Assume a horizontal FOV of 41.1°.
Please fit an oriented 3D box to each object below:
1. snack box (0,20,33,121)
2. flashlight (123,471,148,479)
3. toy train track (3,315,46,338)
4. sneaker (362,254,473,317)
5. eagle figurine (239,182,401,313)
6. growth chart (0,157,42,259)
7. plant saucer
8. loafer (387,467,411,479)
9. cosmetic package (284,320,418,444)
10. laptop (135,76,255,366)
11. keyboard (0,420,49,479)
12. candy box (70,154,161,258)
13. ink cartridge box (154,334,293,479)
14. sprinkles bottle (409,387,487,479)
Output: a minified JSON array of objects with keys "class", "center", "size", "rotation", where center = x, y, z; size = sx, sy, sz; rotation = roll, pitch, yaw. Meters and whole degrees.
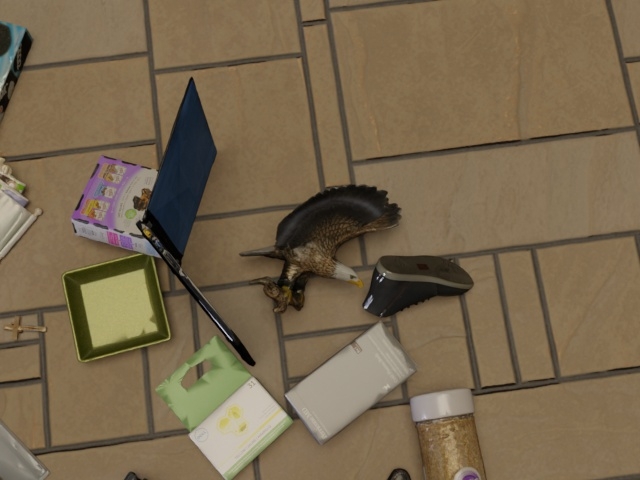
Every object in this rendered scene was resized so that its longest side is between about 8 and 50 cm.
[{"class":"snack box","center":[-0.758,-0.322,1.808],"size":[0.187,0.060,0.322],"rotation":[15,77,2]},{"class":"flashlight","center":[-0.407,0.581,1.584],"size":[0.103,0.103,0.304],"rotation":[34,74,-19]},{"class":"toy train track","center":[-0.593,0.177,1.717],"size":[0.083,0.014,0.048],"rotation":[4,69,-5]},{"class":"sneaker","center":[0.193,0.097,1.718],"size":[0.221,0.118,0.083],"rotation":[8,36,-22]},{"class":"eagle figurine","center":[0.009,0.006,1.666],"size":[0.225,0.226,0.298],"rotation":[30,95,-30]},{"class":"growth chart","center":[-0.688,-0.089,1.738],"size":[0.237,0.021,0.172],"rotation":[45,77,-11]},{"class":"plant saucer","center":[-0.406,0.134,1.711],"size":[0.188,0.045,0.188],"rotation":[-14,77,-4]},{"class":"loafer","center":[0.142,0.518,1.616],"size":[0.062,0.061,0.170],"rotation":[10,76,3]},{"class":"cosmetic package","center":[0.055,0.276,1.653],"size":[0.238,0.107,0.127],"rotation":[-38,83,-12]},{"class":"laptop","center":[-0.179,-0.012,1.575],"size":[0.236,0.382,0.408],"rotation":[-39,80,-8]},{"class":"keyboard","center":[-0.640,0.390,1.667],"size":[0.256,0.014,0.072],"rotation":[43,85,9]},{"class":"candy box","center":[-0.376,-0.067,1.724],"size":[0.196,0.070,0.165],"rotation":[15,59,3]},{"class":"ink cartridge box","center":[-0.191,0.323,1.665],"size":[0.171,0.056,0.235],"rotation":[-41,82,-9]},{"class":"sprinkles bottle","center":[0.256,0.460,1.602],"size":[0.121,0.121,0.356],"rotation":[-9,77,-3]}]
